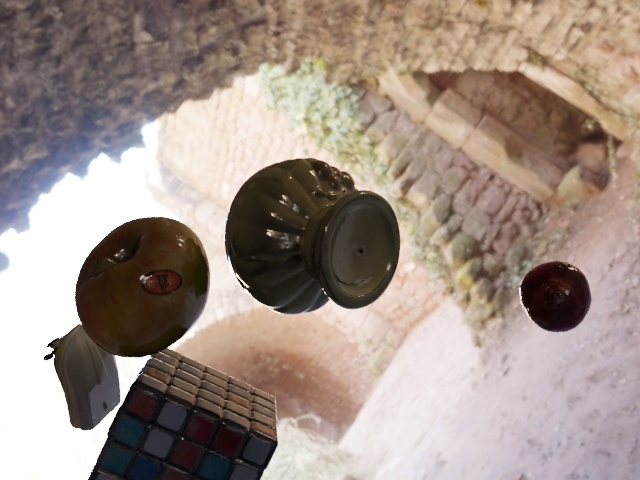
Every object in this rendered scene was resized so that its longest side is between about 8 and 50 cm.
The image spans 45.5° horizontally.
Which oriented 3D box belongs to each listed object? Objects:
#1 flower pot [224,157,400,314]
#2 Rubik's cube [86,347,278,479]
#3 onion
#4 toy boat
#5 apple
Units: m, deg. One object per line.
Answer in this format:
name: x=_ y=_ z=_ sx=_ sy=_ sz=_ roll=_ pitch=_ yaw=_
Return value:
flower pot: x=0.000 y=0.000 z=1.433 sx=0.244 sy=0.307 sz=0.307 roll=13 pitch=59 yaw=45
Rubik's cube: x=-0.266 y=0.410 z=1.469 sx=0.292 sy=0.286 sz=0.293 roll=-64 pitch=6 yaw=2
onion: x=0.488 y=0.115 z=1.560 sx=0.150 sy=0.150 sz=0.140 roll=-55 pitch=-4 yaw=-2
toy boat: x=-0.496 y=0.267 z=1.589 sx=0.141 sy=0.140 sz=0.270 roll=-53 pitch=-36 yaw=-46
apple: x=-0.319 y=0.083 z=1.378 sx=0.261 sy=0.260 sz=0.194 roll=-54 pitch=-46 yaw=-30
